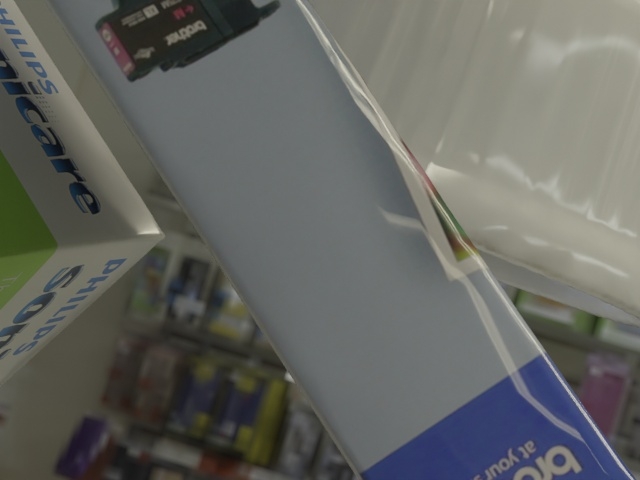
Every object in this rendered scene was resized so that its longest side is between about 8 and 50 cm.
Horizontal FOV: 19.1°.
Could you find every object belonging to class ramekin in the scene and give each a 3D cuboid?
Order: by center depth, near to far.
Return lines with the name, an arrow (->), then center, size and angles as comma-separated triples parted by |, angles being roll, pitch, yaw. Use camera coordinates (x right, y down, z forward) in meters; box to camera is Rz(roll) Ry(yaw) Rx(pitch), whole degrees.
ramekin -> 0.057, -0.066, 0.917 | 0.277, 0.135, 0.277 | 21, -2, 1

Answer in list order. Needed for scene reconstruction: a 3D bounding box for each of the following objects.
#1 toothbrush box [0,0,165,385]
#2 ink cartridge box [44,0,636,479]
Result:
toothbrush box -> -0.219, 0.023, 0.569 | 0.283, 0.206, 0.122 | -7, 61, -58
ink cartridge box -> 0.000, 0.000, 0.528 | 0.311, 0.065, 0.186 | 59, -1, 10
